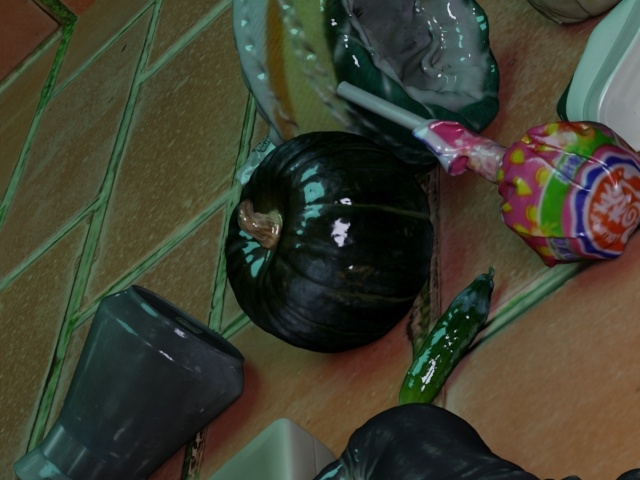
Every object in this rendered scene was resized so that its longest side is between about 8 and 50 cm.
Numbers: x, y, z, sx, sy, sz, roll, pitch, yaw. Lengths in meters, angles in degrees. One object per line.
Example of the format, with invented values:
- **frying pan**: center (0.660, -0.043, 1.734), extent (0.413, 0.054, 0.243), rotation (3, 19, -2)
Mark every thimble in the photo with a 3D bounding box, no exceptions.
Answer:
- **thimble**: center (0.043, -0.200, 1.837), extent (0.167, 0.288, 0.254), rotation (-28, -13, 40)

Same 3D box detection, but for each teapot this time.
- **teapot**: center (-0.194, 0.175, 1.875), extent (0.225, 0.171, 0.203), rotation (-55, -11, 3)

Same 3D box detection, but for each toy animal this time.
- **toy animal**: center (0.112, 0.209, 1.274), extent (0.168, 0.106, 0.343), rotation (-49, 26, -17)

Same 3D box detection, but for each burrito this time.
- **burrito**: center (-0.026, -0.127, 2.161), extent (0.203, 0.064, 0.064), rotation (-49, 21, 4)

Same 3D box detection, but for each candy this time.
- **candy**: center (0.132, -0.081, 1.574), extent (0.124, 0.124, 0.365), rotation (-52, 44, -7)

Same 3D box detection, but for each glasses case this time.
- **glasses case**: center (-0.043, 0.279, 1.500), extent (0.131, 0.070, 0.313), rotation (-43, 22, 17)

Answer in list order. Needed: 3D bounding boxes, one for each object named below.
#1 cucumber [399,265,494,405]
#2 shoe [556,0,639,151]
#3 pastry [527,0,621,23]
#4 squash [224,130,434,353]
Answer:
- **cucumber**: center (0.112, 0.084, 1.571), extent (0.155, 0.037, 0.037), rotation (-57, 22, -16)
- **shoe**: center (0.295, -0.196, 1.604), extent (0.265, 0.095, 0.110), rotation (-56, 21, -9)
- **pastry**: center (0.265, -0.287, 1.821), extent (0.156, 0.092, 0.156), rotation (-33, 25, 18)
- **squash**: center (0.005, 0.002, 1.704), extent (0.172, 0.218, 0.218), rotation (-18, 2, -34)
